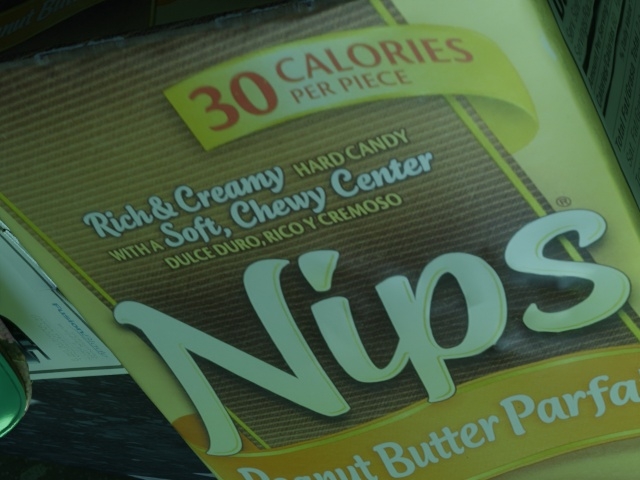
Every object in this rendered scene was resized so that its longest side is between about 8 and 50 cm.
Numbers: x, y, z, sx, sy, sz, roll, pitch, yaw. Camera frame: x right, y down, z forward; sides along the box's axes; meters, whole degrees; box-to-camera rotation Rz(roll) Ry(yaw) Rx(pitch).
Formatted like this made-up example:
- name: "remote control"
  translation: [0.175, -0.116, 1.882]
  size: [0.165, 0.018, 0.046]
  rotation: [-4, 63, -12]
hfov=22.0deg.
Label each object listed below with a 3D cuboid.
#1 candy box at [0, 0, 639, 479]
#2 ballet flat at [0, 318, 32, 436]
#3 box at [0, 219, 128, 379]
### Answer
- name: "candy box"
  translation: [0.036, 0.018, 0.517]
  size: [0.182, 0.088, 0.316]
  rotation: [-7, 138, 26]
- name: "ballet flat"
  translation: [-0.204, 0.007, 0.755]
  size: [0.079, 0.077, 0.221]
  rotation: [40, 161, 46]
- name: "box"
  translation: [-0.206, -0.007, 0.879]
  size: [0.290, 0.087, 0.169]
  rotation: [-9, 130, 49]
